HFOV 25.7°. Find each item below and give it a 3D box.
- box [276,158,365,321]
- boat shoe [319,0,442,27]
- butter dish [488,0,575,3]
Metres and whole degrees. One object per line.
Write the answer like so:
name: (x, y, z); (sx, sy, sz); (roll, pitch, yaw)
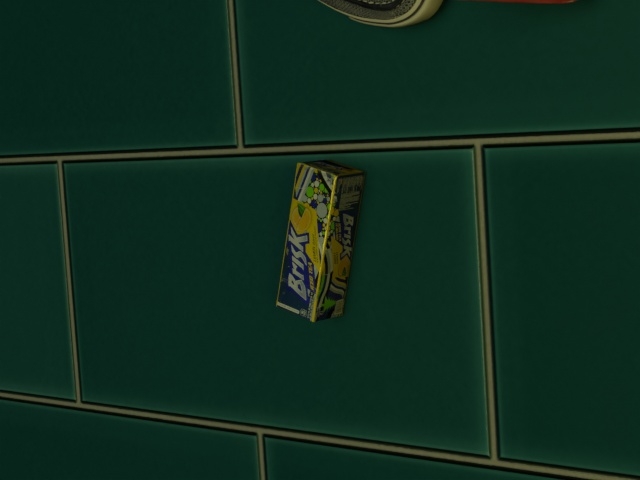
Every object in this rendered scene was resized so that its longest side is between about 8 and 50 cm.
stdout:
box: (0.000, 0.000, 1.536); (0.059, 0.054, 0.168); (21, 109, 37)
boat shoe: (-0.037, -0.317, 1.452); (0.340, 0.158, 0.127); (34, 117, 33)
butter dish: (0.168, -0.306, 1.314); (0.160, 0.118, 0.160); (2, 101, -4)
